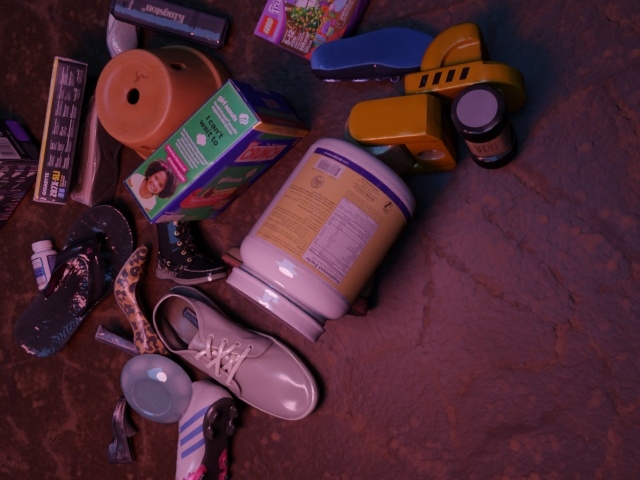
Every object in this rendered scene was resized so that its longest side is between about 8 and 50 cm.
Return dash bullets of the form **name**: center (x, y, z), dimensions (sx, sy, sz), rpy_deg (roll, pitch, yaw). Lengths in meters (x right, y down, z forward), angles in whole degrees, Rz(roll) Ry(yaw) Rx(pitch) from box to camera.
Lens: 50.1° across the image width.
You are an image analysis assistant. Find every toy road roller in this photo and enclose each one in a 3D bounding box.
- **toy road roller**: center (0.221, -0.266, 1.310), dimensions (0.330, 0.202, 0.240), rpy_deg (-5, 74, 22)

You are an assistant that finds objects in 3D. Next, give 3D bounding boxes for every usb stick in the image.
- **usb stick**: center (-0.343, -0.507, 1.567), dimensions (0.278, 0.045, 0.077), rpy_deg (17, 96, 2)

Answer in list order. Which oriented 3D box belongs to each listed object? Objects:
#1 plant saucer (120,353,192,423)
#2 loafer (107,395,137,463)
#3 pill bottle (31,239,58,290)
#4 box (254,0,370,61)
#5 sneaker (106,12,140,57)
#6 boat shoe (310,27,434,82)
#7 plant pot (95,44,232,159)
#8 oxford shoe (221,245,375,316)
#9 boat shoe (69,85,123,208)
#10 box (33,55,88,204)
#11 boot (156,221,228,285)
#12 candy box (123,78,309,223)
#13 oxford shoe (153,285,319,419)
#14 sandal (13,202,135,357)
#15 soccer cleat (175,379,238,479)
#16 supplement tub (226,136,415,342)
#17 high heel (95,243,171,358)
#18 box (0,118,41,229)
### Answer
- **plant saucer**: center (-0.392, 0.361, 1.616), dimensions (0.195, 0.037, 0.195), rpy_deg (5, 113, 12)
- **loafer**: center (-0.481, 0.466, 1.685), dimensions (0.061, 0.062, 0.170), rpy_deg (6, 97, 0)
- **pill bottle**: center (-0.701, 0.063, 1.755), dimensions (0.067, 0.067, 0.120), rpy_deg (-18, 85, 22)
- **box**: center (0.006, -0.534, 1.458), dimensions (0.201, 0.057, 0.293), rpy_deg (29, 102, 20)
- **sneaker**: center (-0.467, -0.548, 1.644), dimensions (0.086, 0.085, 0.237), rpy_deg (7, 85, 54)
- **boat shoe**: center (0.109, -0.376, 1.399), dimensions (0.258, 0.089, 0.109), rpy_deg (0, 77, 1)
- **plant pot**: center (-0.361, -0.307, 1.536), dimensions (0.291, 0.203, 0.290), rpy_deg (1, 92, 23)
- **oxford shoe**: center (-0.045, 0.058, 1.477), dimensions (0.348, 0.123, 0.130), rpy_deg (17, 78, 17)
- **boat shoe**: center (-0.544, -0.238, 1.662), dimensions (0.103, 0.118, 0.320), rpy_deg (19, 107, 22)
- **box**: center (-0.614, -0.255, 1.621), dimensions (0.079, 0.257, 0.322), rpy_deg (9, 95, -20)
- **boot**: center (-0.303, 0.005, 1.542), dimensions (0.236, 0.085, 0.178), rpy_deg (4, 101, 45)
- **candy box**: center (-0.208, -0.178, 1.440), dimensions (0.317, 0.268, 0.122), rpy_deg (-41, 80, 18)
- **oxford shoe**: center (-0.204, 0.254, 1.525), dimensions (0.449, 0.130, 0.169), rpy_deg (34, 101, 17)
- **sandal**: center (-0.596, 0.114, 1.665), dimensions (0.167, 0.107, 0.445), rpy_deg (32, 101, -9)
- **soccer cleat**: center (-0.277, 0.477, 1.582), dimensions (0.143, 0.116, 0.331), rpy_deg (30, 108, 45)
- **supplement tub**: center (0.000, 0.000, 1.292), dimensions (0.241, 0.241, 0.331), rpy_deg (32, 81, 19)
- **high heel**: center (-0.407, 0.155, 1.644), dimensions (0.186, 0.093, 0.261), rpy_deg (21, 91, 3)
- **box**: center (-0.861, -0.165, 1.761), dimensions (0.270, 0.143, 0.165), rpy_deg (-46, 74, 24)
